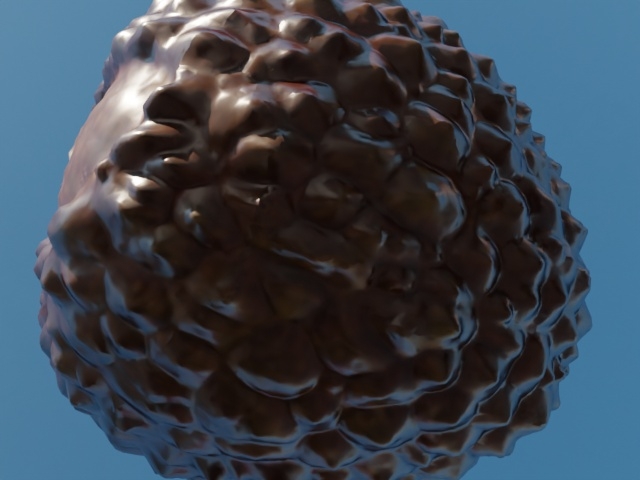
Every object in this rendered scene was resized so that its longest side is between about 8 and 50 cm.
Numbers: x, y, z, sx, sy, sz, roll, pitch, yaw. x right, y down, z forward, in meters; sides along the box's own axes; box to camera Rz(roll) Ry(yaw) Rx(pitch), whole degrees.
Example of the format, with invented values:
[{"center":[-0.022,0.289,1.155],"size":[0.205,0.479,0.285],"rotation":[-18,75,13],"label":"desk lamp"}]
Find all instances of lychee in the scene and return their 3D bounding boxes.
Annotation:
[{"center":[0.000,0.000,0.393],"size":[0.188,0.188,0.188],"rotation":[1,-93,-10],"label":"lychee"}]
